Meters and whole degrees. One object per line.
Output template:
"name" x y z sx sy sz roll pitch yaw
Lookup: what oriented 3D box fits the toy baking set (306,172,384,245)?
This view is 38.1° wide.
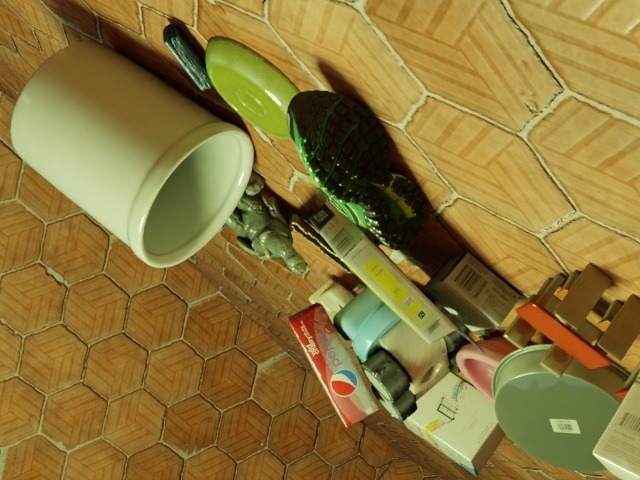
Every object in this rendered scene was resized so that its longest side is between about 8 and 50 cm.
"toy baking set" 0.064 -0.054 1.770 0.256 0.030 0.196 26 162 39

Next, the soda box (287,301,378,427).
"soda box" 0.025 0.268 2.017 0.263 0.084 0.092 61 174 -3

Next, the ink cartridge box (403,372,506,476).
"ink cartridge box" 0.349 0.464 2.412 0.233 0.168 0.171 32 165 27

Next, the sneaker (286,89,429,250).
"sneaker" 0.035 -0.109 1.459 0.146 0.134 0.343 26 162 42

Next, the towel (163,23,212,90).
"towel" -0.230 -0.322 1.621 0.119 0.029 0.067 51 -166 -38

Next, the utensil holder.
"utensil holder" -0.386 -0.181 1.886 0.386 0.327 0.327 34 165 19

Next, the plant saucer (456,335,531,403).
"plant saucer" 0.432 0.300 1.868 0.332 0.084 0.332 35 166 10

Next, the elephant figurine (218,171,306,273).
"elephant figurine" -0.129 -0.022 2.074 0.239 0.186 0.169 41 134 -7

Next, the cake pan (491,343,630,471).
"cake pan" 0.443 0.311 1.666 0.293 0.054 0.293 17 134 18

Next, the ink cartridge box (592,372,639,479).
"ink cartridge box" 0.498 0.244 1.249 0.159 0.217 0.092 24 166 45

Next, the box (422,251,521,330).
"box" 0.266 0.092 1.643 0.126 0.072 0.137 40 166 -2

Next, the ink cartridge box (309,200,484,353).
"ink cartridge box" 0.126 0.076 1.668 0.307 0.072 0.303 47 180 -17

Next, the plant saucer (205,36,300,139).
"plant saucer" -0.110 -0.247 1.580 0.241 0.037 0.241 36 166 10

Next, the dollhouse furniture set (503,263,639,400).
"dollhouse furniture set" 0.414 0.178 1.416 0.259 0.135 0.262 37 166 4

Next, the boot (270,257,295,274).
"boot" -0.116 0.036 2.451 0.158 0.059 0.085 41 171 -15

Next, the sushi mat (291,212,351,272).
"sushi mat" 0.000 0.000 1.944 0.151 0.019 0.316 37 -177 -4

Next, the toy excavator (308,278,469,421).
"toy excavator" 0.120 0.188 2.119 0.445 0.222 0.433 46 169 27
